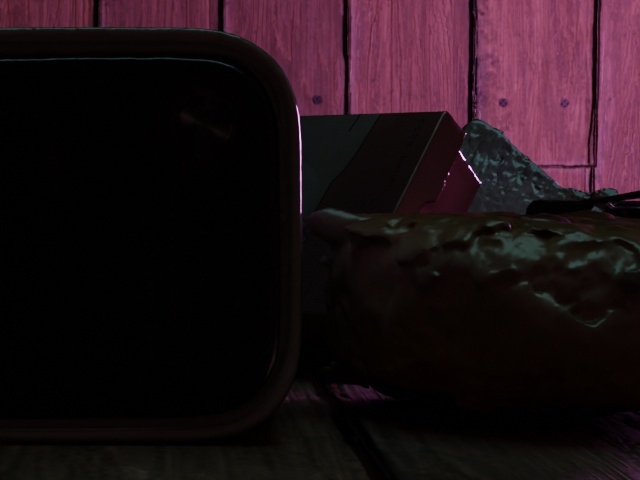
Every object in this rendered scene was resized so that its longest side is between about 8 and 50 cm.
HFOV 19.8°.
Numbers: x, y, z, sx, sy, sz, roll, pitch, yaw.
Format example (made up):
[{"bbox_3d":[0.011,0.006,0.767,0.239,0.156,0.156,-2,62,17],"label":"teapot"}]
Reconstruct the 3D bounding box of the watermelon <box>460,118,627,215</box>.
[{"bbox_3d":[0.226,-0.035,2.091,0.320,0.214,0.289,-11,-4,27],"label":"watermelon"}]

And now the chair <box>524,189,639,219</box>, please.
[{"bbox_3d":[0.324,0.018,1.870,0.145,0.140,0.221,3,-3,-34],"label":"chair"}]

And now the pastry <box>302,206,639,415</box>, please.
[{"bbox_3d":[0.157,0.048,1.235,0.329,0.136,0.329,2,2,0],"label":"pastry"}]

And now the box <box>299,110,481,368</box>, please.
[{"bbox_3d":[0.000,0.000,1.496,0.215,0.215,0.086,1,-38,38],"label":"box"}]

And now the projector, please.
[{"bbox_3d":[-0.137,-0.009,1.203,0.248,0.248,0.249,0,3,-1],"label":"projector"}]
